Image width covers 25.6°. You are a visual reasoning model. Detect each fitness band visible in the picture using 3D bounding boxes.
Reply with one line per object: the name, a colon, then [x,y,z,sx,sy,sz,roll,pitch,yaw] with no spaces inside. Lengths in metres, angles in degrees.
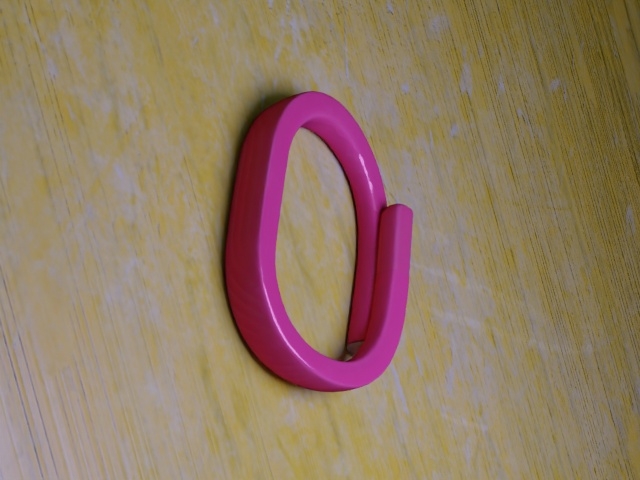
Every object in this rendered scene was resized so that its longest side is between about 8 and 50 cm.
fitness band: [0.000,0.000,1.306,0.209,0.054,0.291,33,52,-39]
